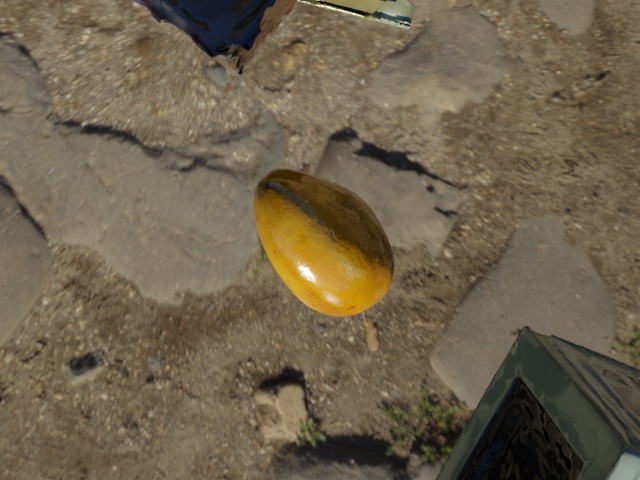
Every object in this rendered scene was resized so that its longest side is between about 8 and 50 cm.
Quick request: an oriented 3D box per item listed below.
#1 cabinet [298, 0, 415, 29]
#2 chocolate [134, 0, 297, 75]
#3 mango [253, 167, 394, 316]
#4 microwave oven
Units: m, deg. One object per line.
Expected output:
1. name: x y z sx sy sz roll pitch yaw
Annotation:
1. cabinet: 0.020 -0.431 1.139 0.317 0.290 0.228 13 92 -8
2. chocolate: -0.148 -0.243 0.653 0.321 0.112 0.112 38 87 6
3. mango: 0.000 0.000 0.994 0.112 0.145 0.219 -18 141 31
4. microwave oven: 0.127 0.172 0.440 0.162 0.122 0.208 22 105 -16
